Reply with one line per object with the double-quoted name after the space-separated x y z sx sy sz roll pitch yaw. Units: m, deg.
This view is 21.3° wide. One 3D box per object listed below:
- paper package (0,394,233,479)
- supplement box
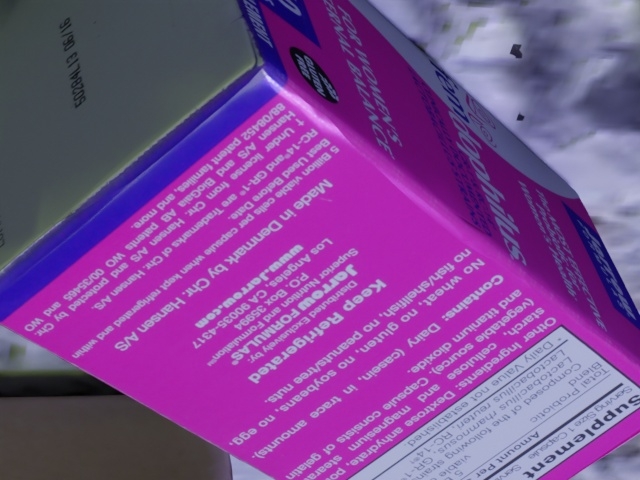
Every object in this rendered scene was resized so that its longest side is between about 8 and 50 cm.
-0.172 0.207 0.543 0.324 0.309 0.168 2 131 -18 "paper package"
0.000 0.000 0.538 0.114 0.111 0.220 -37 133 17 "supplement box"
